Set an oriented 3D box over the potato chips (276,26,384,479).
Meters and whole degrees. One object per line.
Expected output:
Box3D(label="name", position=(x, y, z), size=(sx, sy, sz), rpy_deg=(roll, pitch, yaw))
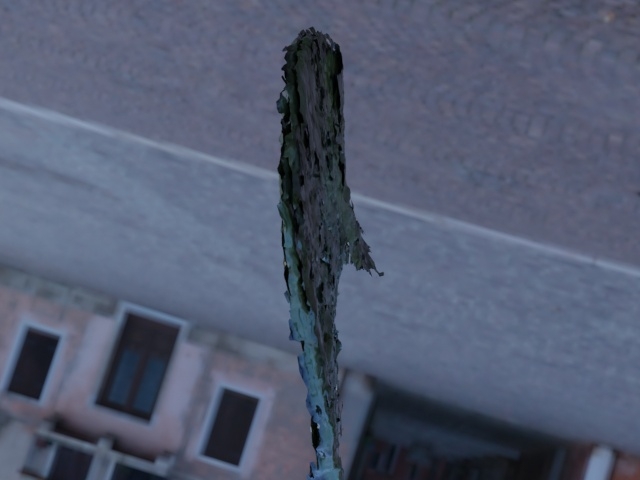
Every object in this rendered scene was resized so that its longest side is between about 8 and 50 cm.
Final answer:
Box3D(label="potato chips", position=(0.004, 0.000, 0.620), size=(0.029, 0.202, 0.220), rpy_deg=(-5, -155, 7))
